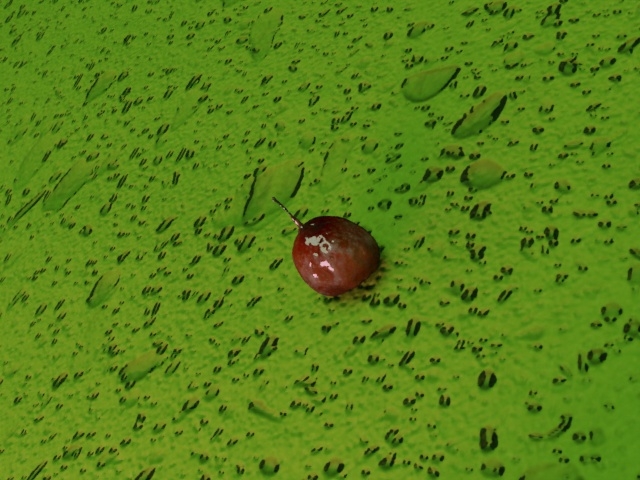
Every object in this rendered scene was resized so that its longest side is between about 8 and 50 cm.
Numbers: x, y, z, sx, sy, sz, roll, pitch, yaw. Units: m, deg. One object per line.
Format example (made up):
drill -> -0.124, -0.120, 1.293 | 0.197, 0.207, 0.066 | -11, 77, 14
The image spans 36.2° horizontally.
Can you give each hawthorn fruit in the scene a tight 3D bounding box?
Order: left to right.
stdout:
hawthorn fruit -> 0.000, 0.000, 0.799 | 0.067, 0.103, 0.066 | -37, 25, 21
